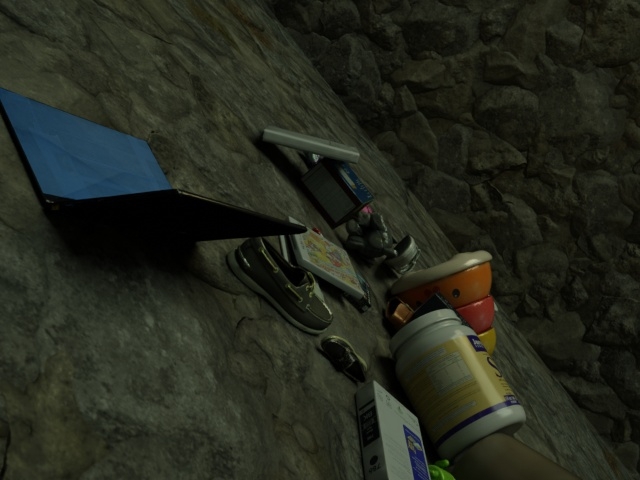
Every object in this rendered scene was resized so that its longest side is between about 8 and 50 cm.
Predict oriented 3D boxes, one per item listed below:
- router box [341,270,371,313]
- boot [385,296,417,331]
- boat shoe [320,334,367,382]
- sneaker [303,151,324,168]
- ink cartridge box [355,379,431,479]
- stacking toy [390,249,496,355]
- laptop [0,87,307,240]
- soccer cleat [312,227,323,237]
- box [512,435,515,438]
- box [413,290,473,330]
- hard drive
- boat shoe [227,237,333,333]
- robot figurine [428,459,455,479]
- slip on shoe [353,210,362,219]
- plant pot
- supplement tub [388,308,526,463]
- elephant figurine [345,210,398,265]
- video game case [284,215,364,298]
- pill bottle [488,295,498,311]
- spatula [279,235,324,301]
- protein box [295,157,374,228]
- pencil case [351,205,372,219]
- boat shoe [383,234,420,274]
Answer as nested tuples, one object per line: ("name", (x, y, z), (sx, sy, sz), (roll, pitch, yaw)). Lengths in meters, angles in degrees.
("router box", (0.100, 0.139, 1.883), (0.092, 0.038, 0.122), (44, 19, -20))
("boot", (0.290, 0.288, 1.935), (0.220, 0.109, 0.283), (48, 16, -14))
("boat shoe", (0.059, 0.270, 1.492), (0.152, 0.056, 0.049), (41, 15, -30))
("sneaker", (0.008, -0.284, 2.479), (0.223, 0.083, 0.098), (14, 61, -56))
("ink cartridge box", (0.156, 0.454, 1.354), (0.165, 0.065, 0.333), (45, 17, -21))
("stacking toy", (0.466, 0.295, 2.145), (0.350, 0.350, 0.480), (-2, 71, -69))
("laptop", (-0.289, -0.136, 1.164), (0.382, 0.407, 0.236), (14, 74, -62))
("soccer cleat", (0.000, 0.000, 1.935), (0.083, 0.029, 0.035), (59, 10, 13))
("box", (0.549, 0.646, 1.959), (0.183, 0.056, 0.231), (41, 20, -31))
("box", (0.362, 0.237, 1.926), (0.158, 0.093, 0.156), (49, 9, 11))
("hard drive", (-0.030, -0.315, 2.149), (0.307, 0.040, 0.203), (14, 13, -3))
("boat shoe", (-0.067, 0.101, 1.454), (0.305, 0.091, 0.109), (41, 20, -28))
("robot figurine", (0.254, 0.531, 1.433), (0.115, 0.067, 0.101), (40, 47, -43))
("slip on shoe", (0.107, -0.112, 2.347), (0.135, 0.051, 0.041), (43, 7, 14))
("plant pot", (0.450, 0.596, 1.468), (0.323, 0.323, 0.280), (33, 10, -45))
("supplement tub", (0.339, 0.368, 1.682), (0.241, 0.241, 0.331), (26, 31, -54))
("elephant figurine", (0.177, -0.006, 2.207), (0.239, 0.169, 0.186), (47, 39, -73))
("video game case", (0.009, 0.045, 1.789), (0.227, 0.026, 0.206), (32, 21, -31))
("pill bottle", (0.510, 0.271, 2.334), (0.121, 0.221, 0.121), (45, 18, -20))
("spatula", (-0.050, 0.069, 1.684), (0.168, 0.019, 0.242), (39, 21, -31))
("protein box", (0.054, -0.169, 2.220), (0.201, 0.136, 0.200), (52, 18, 3))
("pencil case", (0.158, -0.090, 2.405), (0.209, 0.095, 0.098), (58, 11, 13))
("boat shoe", (0.290, 0.063, 2.257), (0.103, 0.118, 0.320), (42, -8, 4))
